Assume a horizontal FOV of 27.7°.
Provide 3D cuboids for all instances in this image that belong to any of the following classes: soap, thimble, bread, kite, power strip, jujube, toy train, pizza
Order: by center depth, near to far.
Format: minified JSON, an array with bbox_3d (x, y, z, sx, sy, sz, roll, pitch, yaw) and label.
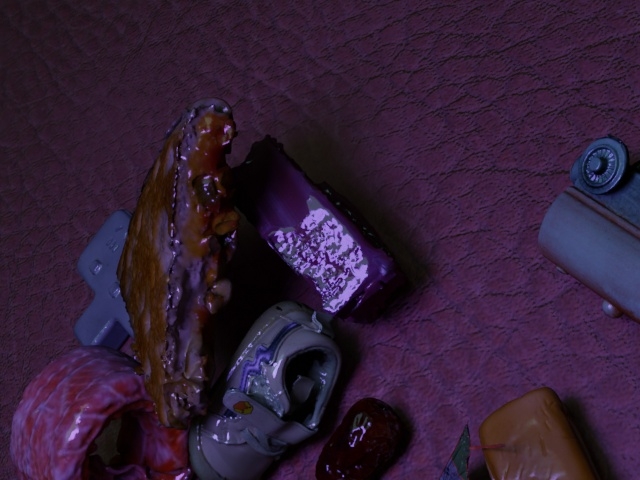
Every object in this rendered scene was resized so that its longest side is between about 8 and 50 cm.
[{"bbox_3d":[0.239,0.261,1.381,0.116,0.077,0.200,-31,49,14],"label":"bread"},{"bbox_3d":[0.173,0.294,1.394,0.244,0.006,0.198,162,105,-64],"label":"kite"},{"bbox_3d":[0.356,0.007,1.406,0.285,0.116,0.177,40,107,46],"label":"toy train"},{"bbox_3d":[0.044,0.250,1.557,0.129,0.077,0.077,-53,43,11],"label":"jujube"},{"bbox_3d":[-0.171,0.062,1.668,0.440,0.130,0.406,125,144,-57],"label":"pizza"},{"bbox_3d":[0.000,0.000,1.669,0.112,0.182,0.289,-47,38,7],"label":"soap"},{"bbox_3d":[-0.284,0.272,1.721,0.162,0.239,0.239,16,77,47],"label":"thimble"},{"bbox_3d":[-0.294,0.085,1.966,0.194,0.059,0.265,-53,44,3],"label":"power strip"}]

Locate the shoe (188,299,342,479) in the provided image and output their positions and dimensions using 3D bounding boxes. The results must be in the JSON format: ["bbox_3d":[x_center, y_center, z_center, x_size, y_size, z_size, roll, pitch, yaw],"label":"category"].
[{"bbox_3d":[-0.071,0.197,1.621,0.262,0.140,0.128,-62,25,-6],"label":"shoe"}]
